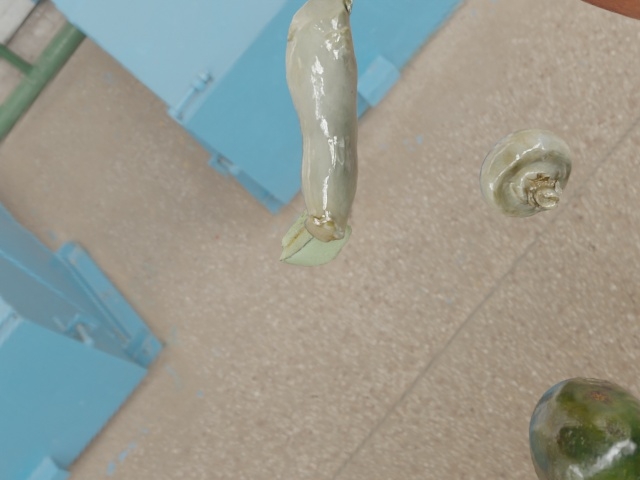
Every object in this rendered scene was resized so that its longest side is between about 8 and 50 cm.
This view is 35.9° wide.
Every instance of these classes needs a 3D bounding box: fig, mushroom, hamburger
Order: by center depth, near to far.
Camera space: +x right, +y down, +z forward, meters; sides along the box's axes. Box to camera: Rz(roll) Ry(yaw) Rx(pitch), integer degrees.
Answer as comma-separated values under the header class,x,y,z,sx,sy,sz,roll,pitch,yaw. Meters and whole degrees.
class,x,y,z,sx,sy,sz,roll,pitch,yaw
fig,0.235,0.200,0.836,0.117,0.178,0.117,-11,29,6
mushroom,0.183,-0.051,0.851,0.085,0.085,0.079,-37,43,11
mushroom,0.009,-0.173,1.387,0.097,0.109,0.352,-3,92,22
hamburger,-0.001,-0.003,1.491,0.121,0.084,0.054,-46,49,24

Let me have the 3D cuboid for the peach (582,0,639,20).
class,x,y,z,sx,sy,sz,roll,pitch,yaw
peach,0.135,-0.200,0.415,0.196,0.190,0.226,-38,56,10
